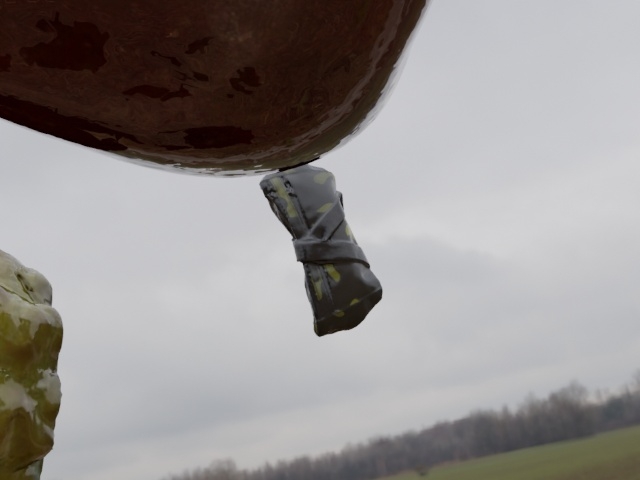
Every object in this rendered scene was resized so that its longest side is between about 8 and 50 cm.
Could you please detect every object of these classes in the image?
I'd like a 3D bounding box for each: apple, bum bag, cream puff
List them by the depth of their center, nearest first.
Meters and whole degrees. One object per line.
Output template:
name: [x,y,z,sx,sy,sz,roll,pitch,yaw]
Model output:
apple: [-0.077,-0.174,0.476,0.316,0.288,0.288,8,-21,-19]
cream puff: [-0.340,0.128,0.785,0.185,0.282,0.281,13,-27,-38]
bum bag: [0.000,0.000,1.149,0.106,0.233,0.060,-16,-8,-26]
